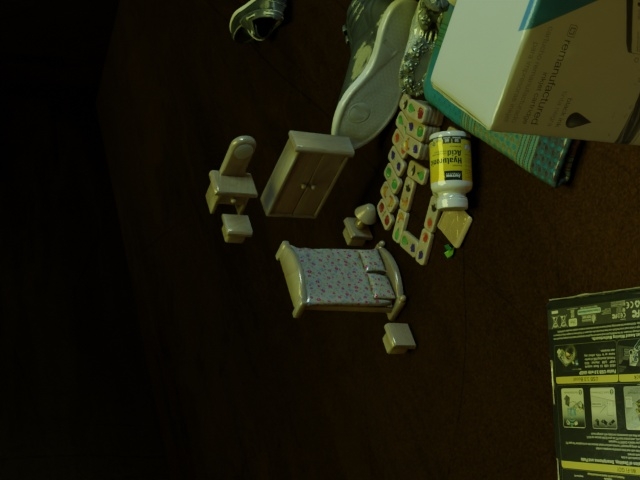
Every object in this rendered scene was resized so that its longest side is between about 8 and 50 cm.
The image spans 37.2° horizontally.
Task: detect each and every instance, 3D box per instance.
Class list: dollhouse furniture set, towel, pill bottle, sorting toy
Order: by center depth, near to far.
[{"bbox_3d":[0.274,-0.265,1.348,0.370,0.040,0.272,48,130,54],"label":"towel"},{"bbox_3d":[0.200,-0.105,1.452,0.065,0.065,0.117,-16,74,63],"label":"pill bottle"},{"bbox_3d":[0.207,-0.016,1.489,0.062,0.012,0.083,53,131,46],"label":"sorting toy"},{"bbox_3d":[0.000,0.000,1.586,0.174,0.303,0.356,-61,37,41],"label":"dollhouse furniture set"}]

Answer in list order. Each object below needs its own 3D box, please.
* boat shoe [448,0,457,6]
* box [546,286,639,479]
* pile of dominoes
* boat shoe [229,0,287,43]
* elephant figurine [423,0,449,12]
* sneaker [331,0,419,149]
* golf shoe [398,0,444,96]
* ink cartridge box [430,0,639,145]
[{"bbox_3d":[0.249,-0.468,1.314,0.091,0.109,0.305,3,73,51],"label":"boat shoe"},{"bbox_3d":[0.398,0.199,0.982,0.395,0.097,0.319,-21,68,62],"label":"box"},{"bbox_3d":[0.145,-0.110,1.595,0.196,0.040,0.251,44,126,57],"label":"pile of dominoes"},{"bbox_3d":[-0.148,-0.498,2.186,0.233,0.084,0.079,-21,68,59],"label":"boat shoe"},{"bbox_3d":[0.144,-0.493,1.450,0.169,0.186,0.239,-56,19,31],"label":"elephant figurine"},{"bbox_3d":[0.082,-0.309,1.682,0.296,0.104,0.147,-67,30,25],"label":"sneaker"},{"bbox_3d":[0.171,-0.325,1.556,0.086,0.069,0.176,-96,22,-66],"label":"golf shoe"},{"bbox_3d":[0.300,-0.224,0.980,0.129,0.307,0.223,52,133,50],"label":"ink cartridge box"}]
